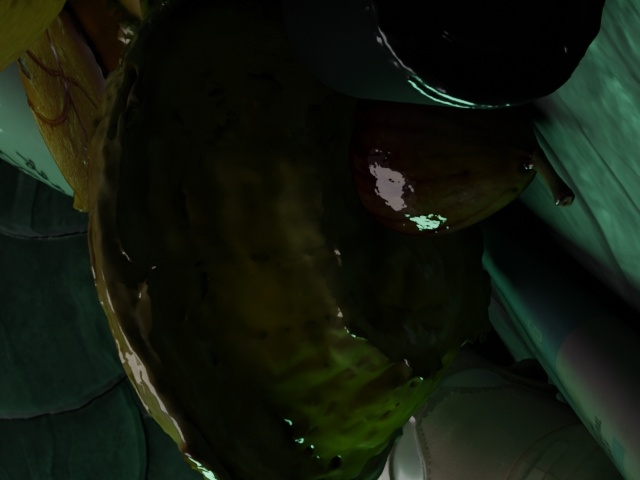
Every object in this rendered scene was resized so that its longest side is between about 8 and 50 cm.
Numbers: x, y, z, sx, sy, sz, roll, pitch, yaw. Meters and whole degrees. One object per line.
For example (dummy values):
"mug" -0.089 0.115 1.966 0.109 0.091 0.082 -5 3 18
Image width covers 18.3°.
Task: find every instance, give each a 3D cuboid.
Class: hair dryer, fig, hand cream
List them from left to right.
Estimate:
"hair dryer" 0.004 -0.167 0.781 0.251 0.089 0.197 61 173 -9
"fig" 0.076 -0.043 0.958 0.125 0.089 0.089 8 145 37
"hand cream" 0.150 0.072 1.076 0.312 0.070 0.111 47 171 51

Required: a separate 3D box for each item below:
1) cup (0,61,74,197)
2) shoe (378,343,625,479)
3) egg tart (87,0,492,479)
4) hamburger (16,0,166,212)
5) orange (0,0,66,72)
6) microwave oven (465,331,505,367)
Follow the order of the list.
"cup" -0.161 -0.118 1.674 0.234 0.186 0.258 34 -166 37
"shoe" 0.119 0.182 1.341 0.198 0.172 0.351 36 156 17
"egg tart" 0.000 0.000 1.060 0.120 0.315 0.315 -12 129 30
"hamburger" -0.114 -0.115 1.352 0.262 0.139 0.243 23 133 58
"orange" -0.325 -0.252 1.138 0.424 0.326 0.424 14 177 1
"microwave oven" 0.016 0.080 1.428 0.145 0.194 0.240 32 161 52
